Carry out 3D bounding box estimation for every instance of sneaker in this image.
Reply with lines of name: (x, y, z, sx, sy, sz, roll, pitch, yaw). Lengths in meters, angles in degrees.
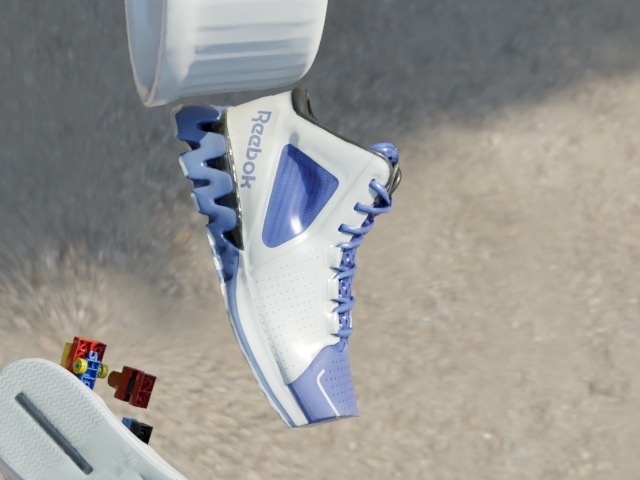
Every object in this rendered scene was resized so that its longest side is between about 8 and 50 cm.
sneaker: (0.000, -0.001, 1.461, 0.182, 0.127, 0.315, -20, 85, 7)
sneaker: (-0.096, 0.170, 0.936, 0.094, 0.091, 0.258, -36, 62, -10)

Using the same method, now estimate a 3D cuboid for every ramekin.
ramekin: (-0.081, -0.249, 1.362, 0.135, 0.277, 0.277, -3, 86, -13)

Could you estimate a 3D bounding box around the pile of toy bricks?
pile of toy bricks: (-0.240, 0.190, 1.524, 0.118, 0.105, 0.212, 19, 88, -44)
